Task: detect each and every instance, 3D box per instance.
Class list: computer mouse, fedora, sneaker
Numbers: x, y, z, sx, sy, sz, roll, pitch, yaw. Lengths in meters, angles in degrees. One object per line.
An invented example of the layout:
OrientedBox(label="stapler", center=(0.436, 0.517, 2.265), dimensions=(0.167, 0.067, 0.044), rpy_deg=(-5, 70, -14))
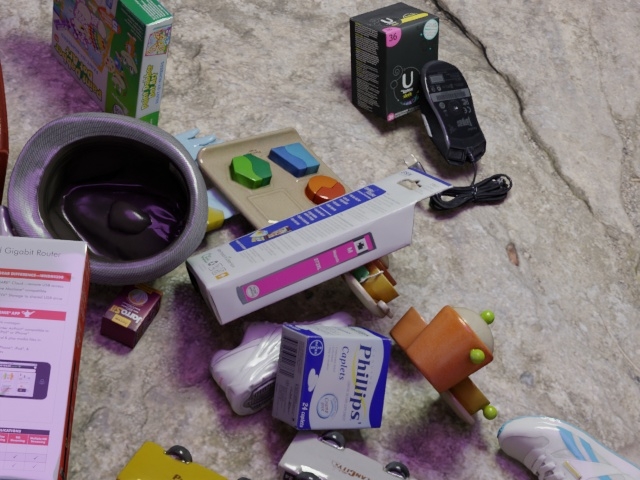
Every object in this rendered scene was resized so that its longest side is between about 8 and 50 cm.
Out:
OrientedBox(label="computer mouse", center=(0.195, -0.166, 1.977), dimensions=(0.184, 0.060, 0.262), rpy_deg=(-19, 82, -32))
OrientedBox(label="fedora", center=(-0.293, -0.047, 1.681), dimensions=(0.275, 0.124, 0.244), rpy_deg=(12, 74, -1))
OrientedBox(label="sneaker", center=(0.341, 0.317, 1.601), dimensions=(0.228, 0.087, 0.092), rpy_deg=(27, 50, 11))
OrientedBox(label="sneaker", center=(-0.055, 0.142, 1.647), dimensions=(0.232, 0.090, 0.115), rpy_deg=(-25, 56, -33))

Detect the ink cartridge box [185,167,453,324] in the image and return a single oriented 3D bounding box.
OrientedBox(label="ink cartridge box", center=(0.000, 0.000, 1.672), dimensions=(0.370, 0.069, 0.176), rpy_deg=(-25, 17, -9))

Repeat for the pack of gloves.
OrientedBox(label="pack of gloves", center=(-0.210, -0.085, 1.844), dimensions=(0.232, 0.046, 0.195), rpy_deg=(-20, 56, -41))

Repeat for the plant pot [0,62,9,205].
OrientedBox(label="plant pot", center=(-0.570, -0.152, 1.663), dimensions=(0.267, 0.267, 0.236), rpy_deg=(-16, 67, -27))

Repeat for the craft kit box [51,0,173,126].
OrientedBox(label="craft kit box", center=(-0.336, -0.324, 1.871), dimensions=(0.061, 0.247, 0.250), rpy_deg=(-28, 61, -30))

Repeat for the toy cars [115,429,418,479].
OrientedBox(label="toy cars", center=(-0.060, 0.328, 1.484), dimensions=(0.393, 0.087, 0.176), rpy_deg=(-1, 38, -22))

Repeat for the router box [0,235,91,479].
OrientedBox(label="router box", center=(-0.446, 0.138, 1.357), dimensions=(0.335, 0.082, 0.301), rpy_deg=(5, 60, -5))

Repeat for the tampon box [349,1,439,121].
OrientedBox(label="tampon box", center=(0.126, -0.307, 2.024), dimensions=(0.120, 0.161, 0.101), rpy_deg=(-24, 37, -30))

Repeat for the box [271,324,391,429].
OrientedBox(label="box", center=(0.015, 0.181, 1.575), dimensions=(0.137, 0.126, 0.072), rpy_deg=(4, 5, -33))

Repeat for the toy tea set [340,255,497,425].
OrientedBox(label="toy tea set", center=(0.146, 0.095, 1.661), dimensions=(0.124, 0.200, 0.336), rpy_deg=(-40, 60, 0))

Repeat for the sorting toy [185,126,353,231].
OrientedBox(label="sorting toy", center=(-0.087, -0.076, 1.828), dimensions=(0.307, 0.041, 0.229), rpy_deg=(-17, 56, -39))

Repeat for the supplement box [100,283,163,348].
OrientedBox(label="supplement box", center=(-0.263, 0.100, 1.653), dimensions=(0.055, 0.043, 0.083), rpy_deg=(24, 48, 5))

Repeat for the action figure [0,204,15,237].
OrientedBox(label="action figure", center=(-0.498, 0.100, 1.505), dimensions=(0.341, 0.179, 0.330), rpy_deg=(-10, 46, -23))
